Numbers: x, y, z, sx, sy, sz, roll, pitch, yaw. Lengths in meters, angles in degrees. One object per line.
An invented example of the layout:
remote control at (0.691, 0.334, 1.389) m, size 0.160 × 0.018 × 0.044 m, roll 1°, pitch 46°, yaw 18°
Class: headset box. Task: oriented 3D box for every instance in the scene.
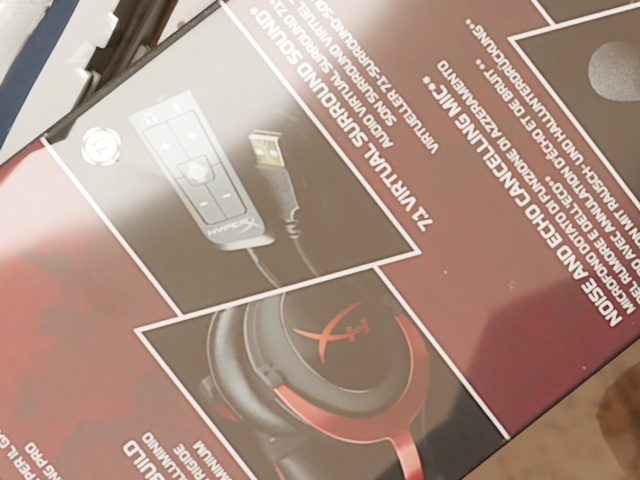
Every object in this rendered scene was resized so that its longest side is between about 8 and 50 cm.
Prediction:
headset box at (0.000, 0.000, 0.447) m, size 0.293 × 0.218 × 0.110 m, roll -38°, pitch 91°, yaw -3°

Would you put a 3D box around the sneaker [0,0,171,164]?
sneaker at (-0.070, -0.124, 0.512) m, size 0.095 × 0.090 × 0.235 m, roll 28°, pitch 86°, yaw 6°
